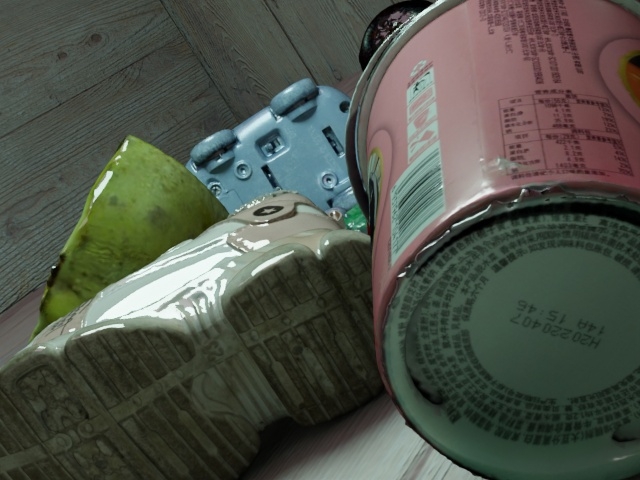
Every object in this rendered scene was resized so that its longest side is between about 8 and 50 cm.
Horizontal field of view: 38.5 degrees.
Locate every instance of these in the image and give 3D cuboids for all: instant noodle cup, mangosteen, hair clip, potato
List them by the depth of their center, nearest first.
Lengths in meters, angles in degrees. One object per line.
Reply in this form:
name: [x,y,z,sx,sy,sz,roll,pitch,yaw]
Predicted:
instant noodle cup: [0.119,-0.006,0.507,0.244,0.244,0.255,-29,21,21]
potato: [-0.229,0.078,1.159,0.330,0.213,0.280,127,165,-57]
hair clip: [0.001,0.001,1.183,0.195,0.052,0.124,-19,26,23]
mangosteen: [0.188,-0.380,1.875,0.216,0.216,0.216,-31,12,7]

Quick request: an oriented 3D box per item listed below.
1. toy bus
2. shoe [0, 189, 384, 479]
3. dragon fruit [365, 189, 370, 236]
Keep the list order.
toy bus: [-0.049,-0.098,1.375,0.294,0.197,0.232,-33,2,4]
shoe: [-0.101,0.088,0.742,0.351,0.172,0.198,-21,21,-2]
dragon fruit: [0.099,-0.057,0.974,0.106,0.162,0.083,2,28,5]
